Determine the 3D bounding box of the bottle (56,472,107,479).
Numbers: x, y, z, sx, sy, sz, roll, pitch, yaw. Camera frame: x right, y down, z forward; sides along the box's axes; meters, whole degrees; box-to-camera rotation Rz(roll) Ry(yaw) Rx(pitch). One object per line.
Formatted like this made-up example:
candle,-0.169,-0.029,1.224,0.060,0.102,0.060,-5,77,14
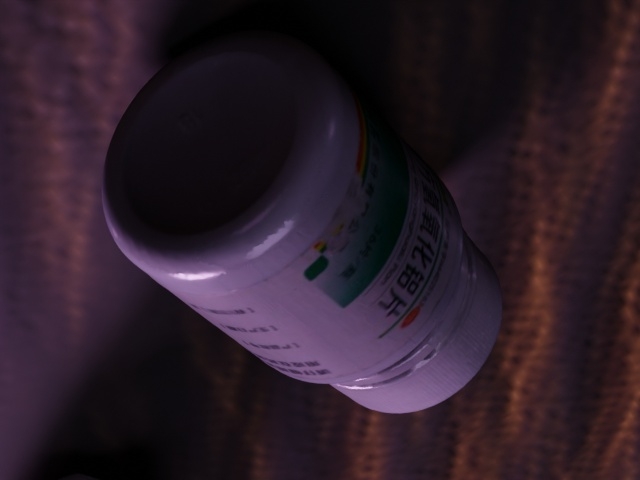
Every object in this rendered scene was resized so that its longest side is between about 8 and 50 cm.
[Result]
bottle,-0.097,0.193,0.791,0.083,0.083,0.270,-8,142,-17

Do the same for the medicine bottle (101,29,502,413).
medicine bottle,0.000,0.000,0.598,0.080,0.080,0.130,-32,142,14
